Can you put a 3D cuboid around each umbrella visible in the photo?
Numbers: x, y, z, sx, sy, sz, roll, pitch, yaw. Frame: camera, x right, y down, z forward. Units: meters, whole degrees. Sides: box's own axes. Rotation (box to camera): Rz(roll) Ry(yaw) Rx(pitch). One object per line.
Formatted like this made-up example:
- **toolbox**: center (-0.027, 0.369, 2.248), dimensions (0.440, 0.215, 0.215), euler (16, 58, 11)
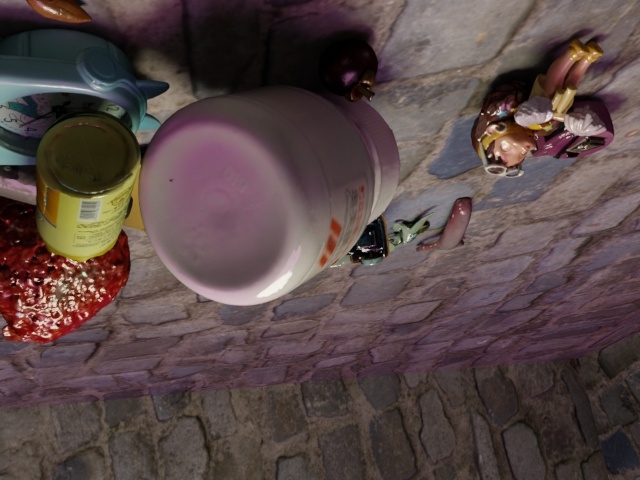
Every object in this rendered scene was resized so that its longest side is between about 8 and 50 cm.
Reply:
- **umbrella**: center (-0.429, -0.093, 1.204), dimensions (0.337, 0.067, 0.073), euler (17, 162, -23)

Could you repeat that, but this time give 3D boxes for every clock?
- **clock**: center (-0.333, -0.178, 1.076), dimensions (0.274, 0.094, 0.223), euler (-4, 161, -20)

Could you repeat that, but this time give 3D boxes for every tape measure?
- **tape measure**: center (0.419, -0.177, 1.425), dimensions (0.118, 0.074, 0.125), euler (1, 161, -27)

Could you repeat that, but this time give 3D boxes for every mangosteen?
- **mangosteen**: center (0.036, -0.223, 1.126), dimensions (0.081, 0.080, 0.081), euler (-8, 161, -3)

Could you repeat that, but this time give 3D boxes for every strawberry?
- **strawberry**: center (-0.416, 0.024, 1.355), dimensions (0.221, 0.274, 0.274), euler (-12, 161, 0)

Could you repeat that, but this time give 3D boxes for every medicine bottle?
- **medicine bottle**: center (-0.050, -0.075, 1.128), dimensions (0.256, 0.256, 0.325), euler (-20, -176, 30)
- **medicine bottle**: center (-0.302, -0.061, 1.095), dimensions (0.124, 0.124, 0.239), euler (-1, 159, -21)

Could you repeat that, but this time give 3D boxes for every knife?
- **knife**: center (0.292, -0.020, 1.858), dimensions (0.123, 0.053, 0.278), euler (-12, 162, -8)

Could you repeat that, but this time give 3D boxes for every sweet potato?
- **sweet potato**: center (-0.293, -0.259, 0.947), dimensions (0.034, 0.034, 0.095), euler (-20, 157, 30)

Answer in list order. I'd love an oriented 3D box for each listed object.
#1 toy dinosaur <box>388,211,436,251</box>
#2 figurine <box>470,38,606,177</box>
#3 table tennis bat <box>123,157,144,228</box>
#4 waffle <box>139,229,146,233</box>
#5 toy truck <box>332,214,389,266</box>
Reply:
- **toy dinosaur**: center (0.197, -0.020, 1.840), dimensions (0.187, 0.044, 0.106), euler (-38, 161, 32)
- **figurine**: center (0.321, -0.194, 1.277), dimensions (0.175, 0.115, 0.240), euler (2, 152, -35)
- **table tennis bat**: center (-0.297, -0.088, 1.359), dimensions (0.198, 0.050, 0.321), euler (-26, 149, 28)
- **waffle**: center (-0.206, -0.037, 1.588), dimensions (0.229, 0.051, 0.232), euler (-18, 158, 26)
- **toy truck**: center (0.000, 0.000, 1.697), dimensions (0.257, 0.108, 0.140), euler (-10, -169, -1)
